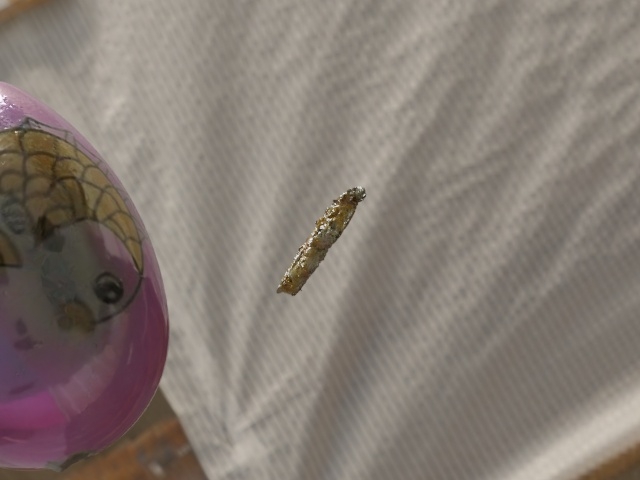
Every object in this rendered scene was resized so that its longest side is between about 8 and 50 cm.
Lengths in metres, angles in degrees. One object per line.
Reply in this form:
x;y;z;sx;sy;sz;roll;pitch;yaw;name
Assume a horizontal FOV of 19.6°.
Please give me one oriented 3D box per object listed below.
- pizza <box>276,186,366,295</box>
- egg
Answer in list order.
0.000;0.000;1.118;0.016;0.037;0.083;35;-82;-13;pizza
-0.210;0.022;1.240;0.196;0.196;0.271;-34;-105;-6;egg
